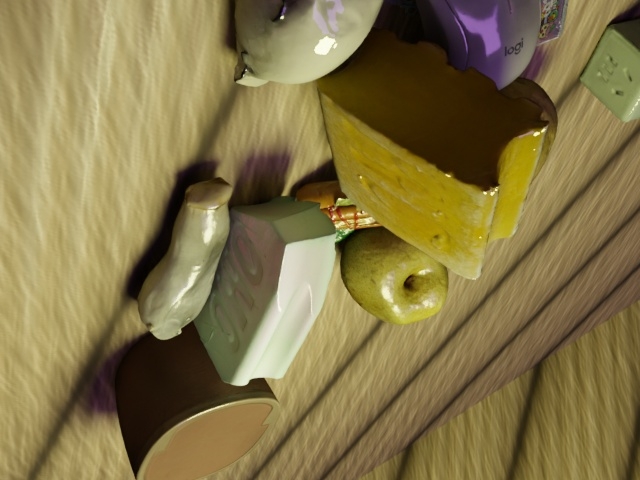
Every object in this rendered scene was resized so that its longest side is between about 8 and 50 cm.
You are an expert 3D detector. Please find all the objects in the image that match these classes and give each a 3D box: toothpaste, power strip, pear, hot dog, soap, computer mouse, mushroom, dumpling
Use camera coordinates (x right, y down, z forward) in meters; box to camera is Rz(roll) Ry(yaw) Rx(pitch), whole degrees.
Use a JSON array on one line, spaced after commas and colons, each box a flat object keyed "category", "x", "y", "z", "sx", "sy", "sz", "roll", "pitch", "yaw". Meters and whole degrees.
[{"category": "toothpaste", "x": 0.293, "y": -0.335, "z": 1.251, "sx": 0.299, "sy": 0.073, "sz": 0.114, "roll": -26, "pitch": 135, "yaw": -22}, {"category": "power strip", "x": 0.640, "y": -0.337, "z": 1.489, "sx": 0.224, "sy": 0.140, "sz": 0.139, "roll": -19, "pitch": 146, "yaw": -25}, {"category": "pear", "x": 0.135, "y": 0.053, "z": 1.512, "sx": 0.188, "sy": 0.211, "sz": 0.228, "roll": -47, "pitch": 119, "yaw": -6}, {"category": "hot dog", "x": 0.077, "y": -0.060, "z": 1.334, "sx": 0.250, "sy": 0.076, "sz": 0.104, "roll": -3, "pitch": 137, "yaw": 8}, {"category": "soap", "x": 0.152, "y": -0.118, "z": 1.115, "sx": 0.156, "sy": 0.293, "sz": 0.335, "roll": -52, "pitch": 162, "yaw": -13}, {"category": "computer mouse", "x": 0.221, "y": -0.324, "z": 1.072, "sx": 0.184, "sy": 0.121, "sz": 0.296, "roll": -24, "pitch": 131, "yaw": -16}, {"category": "soap", "x": -0.097, "y": 0.075, "z": 1.321, "sx": 0.115, "sy": 0.208, "sz": 0.347, "roll": -8, "pitch": 141, "yaw": -36}, {"category": "mushroom", "x": -0.219, "y": 0.037, "z": 1.276, "sx": 0.109, "sy": 0.097, "sz": 0.351, "roll": -6, "pitch": 136, "yaw": -41}, {"category": "dumpling", "x": -0.004, "y": -0.297, "z": 0.972, "sx": 0.227, "sy": 0.243, "sz": 0.175, "roll": -33, "pitch": 115, "yaw": -37}]

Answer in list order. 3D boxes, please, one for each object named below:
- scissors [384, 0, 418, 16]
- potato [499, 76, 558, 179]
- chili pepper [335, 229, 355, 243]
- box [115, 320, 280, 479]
[{"category": "scissors", "x": 0.115, "y": -0.342, "z": 1.126, "sx": 0.083, "sy": 0.006, "sz": 0.036, "roll": -5, "pitch": 141, "yaw": -38}, {"category": "potato", "x": 0.295, "y": -0.173, "z": 1.359, "sx": 0.266, "sy": 0.229, "sz": 0.229, "roll": -35, "pitch": 153, "yaw": -27}, {"category": "chili pepper", "x": -0.001, "y": -0.002, "z": 1.447, "sx": 0.224, "sy": 0.061, "sz": 0.098, "roll": -41, "pitch": 153, "yaw": 16}, {"category": "box", "x": -0.252, "y": 0.307, "z": 1.503, "sx": 0.301, "sy": 0.216, "sz": 0.301, "roll": -23, "pitch": 150, "yaw": -15}]
